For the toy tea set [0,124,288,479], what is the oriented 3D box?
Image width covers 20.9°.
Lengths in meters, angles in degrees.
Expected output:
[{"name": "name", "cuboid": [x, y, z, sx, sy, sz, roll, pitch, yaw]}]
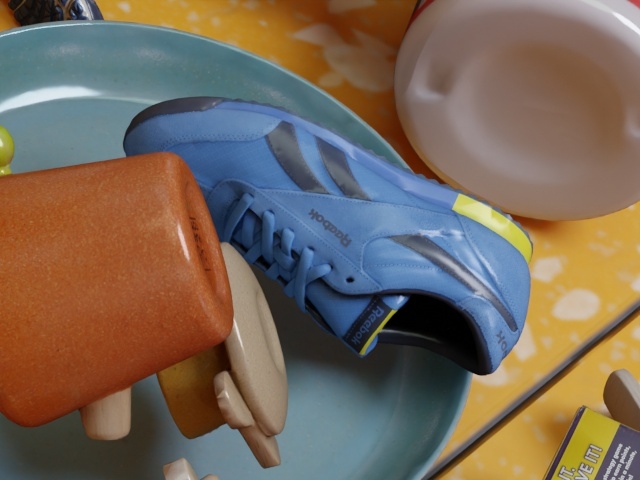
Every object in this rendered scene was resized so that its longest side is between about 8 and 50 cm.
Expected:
[{"name": "toy tea set", "cuboid": [-0.072, 0.120, 0.640, 0.124, 0.200, 0.336, -16, 55, 5]}]

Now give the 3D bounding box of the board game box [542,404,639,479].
[{"name": "board game box", "cuboid": [0.140, 0.177, 0.751, 0.141, 0.048, 0.170, 24, 64, 15]}]

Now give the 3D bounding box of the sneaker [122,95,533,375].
[{"name": "sneaker", "cuboid": [0.000, 0.000, 0.815, 0.209, 0.069, 0.082, 23, 52, -3]}]

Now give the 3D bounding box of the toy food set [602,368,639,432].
[{"name": "toy food set", "cuboid": [0.313, 0.125, 0.881, 0.306, 0.092, 0.219, -11, 58, -30]}]

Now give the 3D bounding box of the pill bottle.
[{"name": "pill bottle", "cuboid": [0.150, -0.161, 1.001, 0.161, 0.161, 0.283, 24, 47, -2]}]

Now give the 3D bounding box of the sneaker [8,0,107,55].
[{"name": "sneaker", "cuboid": [-0.148, -0.157, 0.952, 0.058, 0.052, 0.135, -19, 63, -40]}]

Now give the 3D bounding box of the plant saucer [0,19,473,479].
[{"name": "plant saucer", "cuboid": [-0.080, 0.022, 0.838, 0.318, 0.043, 0.317, 12, 50, -14]}]
